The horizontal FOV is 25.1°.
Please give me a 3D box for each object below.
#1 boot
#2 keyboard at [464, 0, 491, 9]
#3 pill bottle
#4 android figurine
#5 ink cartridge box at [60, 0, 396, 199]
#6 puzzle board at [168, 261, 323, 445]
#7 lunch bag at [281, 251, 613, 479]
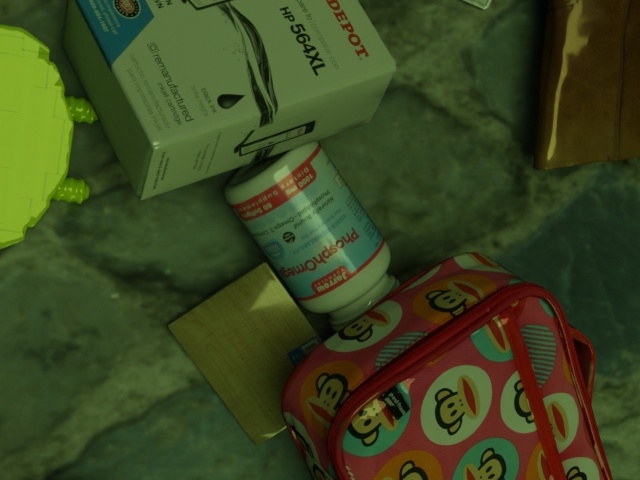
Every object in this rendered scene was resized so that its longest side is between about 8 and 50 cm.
[{"bbox_3d":[0.185,-0.200,1.191,0.264,0.096,0.281,-4,101,-36],"label":"boot"},{"bbox_3d":[0.040,-0.269,1.174,0.256,0.014,0.072,20,88,-18],"label":"keyboard"},{"bbox_3d":[0.000,0.000,1.143,0.087,0.087,0.160,-38,104,-12],"label":"pill bottle"},{"bbox_3d":[-0.299,-0.084,1.054,0.272,0.056,0.248,6,92,-18],"label":"android figurine"},{"bbox_3d":[-0.069,-0.138,1.068,0.203,0.086,0.148,-21,70,-23],"label":"ink cartridge box"},{"bbox_3d":[-0.048,0.092,1.159,0.096,0.011,0.128,-33,105,9],"label":"puzzle board"},{"bbox_3d":[0.122,0.163,1.151,0.258,0.120,0.293,-34,123,-19],"label":"lunch bag"}]
